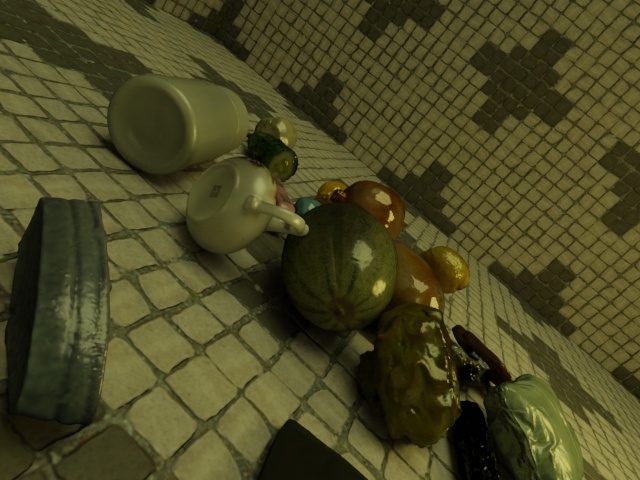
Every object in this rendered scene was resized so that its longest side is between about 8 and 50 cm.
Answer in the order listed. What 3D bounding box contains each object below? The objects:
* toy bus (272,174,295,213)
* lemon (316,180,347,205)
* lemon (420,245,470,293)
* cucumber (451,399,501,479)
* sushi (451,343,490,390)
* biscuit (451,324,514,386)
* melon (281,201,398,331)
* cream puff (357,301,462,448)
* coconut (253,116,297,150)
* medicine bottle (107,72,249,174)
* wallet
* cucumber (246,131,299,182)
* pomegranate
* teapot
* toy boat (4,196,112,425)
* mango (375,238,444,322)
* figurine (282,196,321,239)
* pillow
[{"bbox_3d":[-0.131,-0.105,1.157,0.063,0.090,0.203,23,24,-36],"label":"toy bus"},{"bbox_3d":[0.045,-0.166,1.561,0.114,0.114,0.155,45,28,17],"label":"lemon"},{"bbox_3d":[0.480,0.115,1.635,0.207,0.170,0.170,54,24,20],"label":"lemon"},{"bbox_3d":[0.296,0.423,0.787,0.081,0.072,0.303,56,18,-9],"label":"cucumber"},{"bbox_3d":[0.363,0.327,1.082,0.226,0.103,0.097,24,41,-31],"label":"sushi"},{"bbox_3d":[0.474,0.356,1.200,0.208,0.041,0.290,54,-2,-35],"label":"biscuit"},{"bbox_3d":[0.039,0.051,0.886,0.248,0.248,0.329,34,20,-14],"label":"melon"},{"bbox_3d":[0.167,0.257,0.810,0.282,0.185,0.282,-8,90,-73],"label":"cream puff"},{"bbox_3d":[-0.171,-0.397,1.617,0.161,0.161,0.162,42,18,8],"label":"coconut"},{"bbox_3d":[-0.327,-0.293,1.043,0.211,0.211,0.371,38,20,-4],"label":"medicine bottle"},{"bbox_3d":[-0.011,0.333,0.494,0.168,0.052,0.245,39,15,1],"label":"wallet"},{"bbox_3d":[-0.191,-0.313,1.468,0.134,0.134,0.244,10,30,-53],"label":"cucumber"},{"bbox_3d":[0.148,-0.093,1.418,0.270,0.229,0.252,27,21,-14],"label":"pomegranate"},{"bbox_3d":[-0.164,-0.064,0.834,0.298,0.204,0.139,19,-15,40],"label":"teapot"},{"bbox_3d":[-0.284,0.068,0.463,0.078,0.127,0.283,19,32,-43],"label":"toy boat"},{"bbox_3d":[0.183,0.110,1.096,0.221,0.199,0.384,52,-4,-27],"label":"mango"},{"bbox_3d":[0.004,-0.009,1.169,0.205,0.103,0.260,13,42,-47],"label":"figurine"},{"bbox_3d":[0.478,0.445,0.923,0.310,0.138,0.283,15,52,-53],"label":"pillow"}]
